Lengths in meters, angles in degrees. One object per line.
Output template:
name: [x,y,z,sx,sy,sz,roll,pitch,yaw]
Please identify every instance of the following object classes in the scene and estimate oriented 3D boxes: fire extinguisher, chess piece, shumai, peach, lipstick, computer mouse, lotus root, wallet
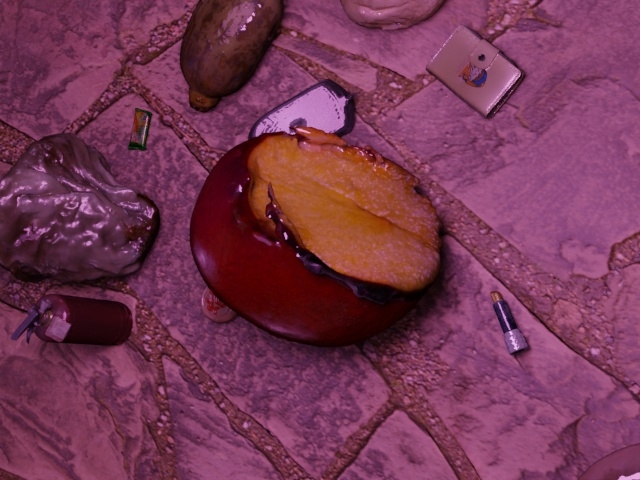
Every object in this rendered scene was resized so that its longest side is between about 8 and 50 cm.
fire extinguisher: [-0.479,0.159,1.901,0.105,0.269,0.104,-3,82,23]
chess piece: [-0.192,0.118,1.905,0.084,0.038,0.083,-4,82,26]
shumai: [-0.457,-0.042,1.922,0.264,0.304,0.309,15,94,14]
peach: [0.000,0.000,1.682,0.417,0.353,0.339,9,43,31]
lipstick: [0.318,0.136,1.676,0.037,0.037,0.116,-26,69,19]
computer mouse: [-0.031,-0.225,1.866,0.229,0.068,0.113,-26,91,8]
lotus root: [-0.178,-0.389,1.912,0.173,0.173,0.309,37,105,24]
wallet: [0.277,-0.303,1.753,0.155,0.039,0.110,45,105,23]

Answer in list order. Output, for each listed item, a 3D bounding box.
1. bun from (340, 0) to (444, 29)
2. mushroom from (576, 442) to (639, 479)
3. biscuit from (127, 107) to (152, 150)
bun: [0.121,-0.503,1.793,0.244,0.153,0.243,-5,79,28]
mushroom: [0.503,0.468,1.400,0.362,0.295,0.362,-4,80,26]
biscuit: [-0.375,-0.232,2.049,0.046,0.016,0.089,10,87,25]
